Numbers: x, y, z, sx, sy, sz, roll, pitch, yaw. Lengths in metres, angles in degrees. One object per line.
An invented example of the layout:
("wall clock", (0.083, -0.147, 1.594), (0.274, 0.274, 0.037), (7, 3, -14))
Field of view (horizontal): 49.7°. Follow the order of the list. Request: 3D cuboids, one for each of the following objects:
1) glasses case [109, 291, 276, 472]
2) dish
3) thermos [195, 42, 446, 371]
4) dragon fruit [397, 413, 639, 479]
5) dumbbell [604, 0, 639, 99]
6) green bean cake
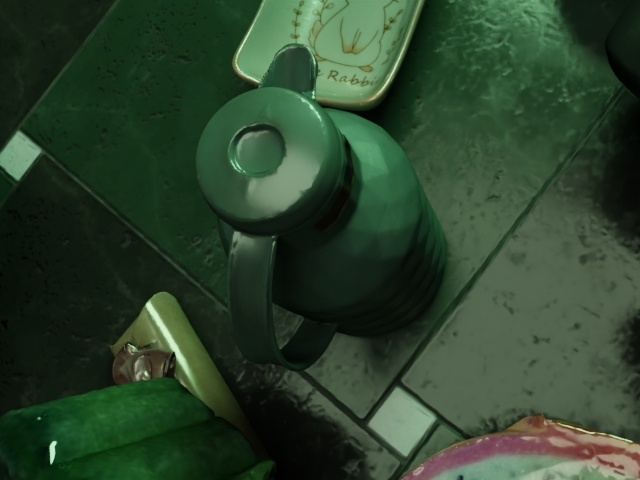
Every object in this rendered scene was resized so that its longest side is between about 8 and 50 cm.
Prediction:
("glasses case", (-0.137, 0.149, 0.607), (0.102, 0.070, 0.193), (-37, 70, 6))
("dish", (0.026, -0.218, 0.643), (0.151, 0.077, 0.212), (17, 83, 21))
("thermos", (0.000, 0.000, 0.488), (0.145, 0.286, 0.182), (9, 81, 18))
("dragon fruit", (0.153, 0.255, 0.448), (0.291, 0.189, 0.290), (-6, 67, 16))
("dumbbell", (0.348, -0.201, 0.408), (0.204, 0.204, 0.322), (42, 125, 20))
("green bean cake", (-0.106, 0.285, 0.457), (0.308, 0.169, 0.300), (35, 114, 33))
